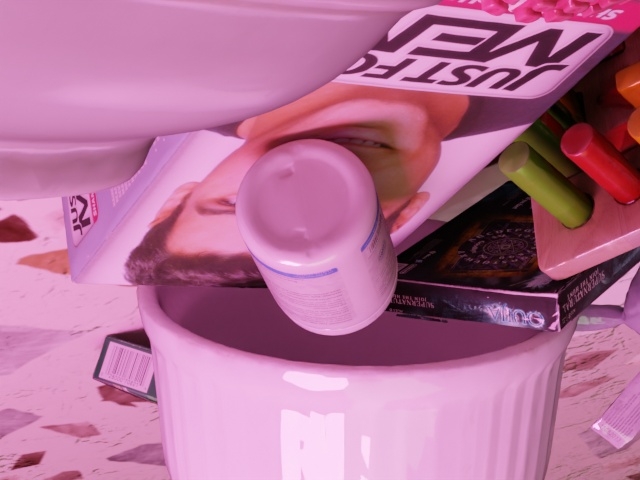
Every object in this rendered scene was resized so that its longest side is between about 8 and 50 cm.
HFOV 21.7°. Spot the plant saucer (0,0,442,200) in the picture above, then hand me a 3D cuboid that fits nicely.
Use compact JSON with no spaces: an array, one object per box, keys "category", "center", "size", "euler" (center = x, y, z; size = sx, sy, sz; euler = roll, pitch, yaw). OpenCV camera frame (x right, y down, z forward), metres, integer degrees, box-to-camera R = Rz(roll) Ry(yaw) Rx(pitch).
[{"category":"plant saucer","center":[-0.158,-0.084,0.560],"size":[0.400,0.101,0.400],"euler":[8,-169,-2]}]

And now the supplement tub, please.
[{"category":"supplement tub","center":[0.000,0.000,0.850],"size":[0.071,0.071,0.107],"euler":[-13,156,3]}]

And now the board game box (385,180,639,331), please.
[{"category":"board game box","center":[0.130,0.006,1.028],"size":[0.126,0.026,0.186],"euler":[6,-157,34]}]

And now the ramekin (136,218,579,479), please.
[{"category":"ramekin","center":[0.024,0.088,1.068],"size":[0.277,0.135,0.277],"euler":[0,-160,0]}]

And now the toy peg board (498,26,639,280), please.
[{"category":"toy peg board","center":[0.166,-0.088,0.915],"size":[0.160,0.161,0.079],"euler":[-26,138,31]}]

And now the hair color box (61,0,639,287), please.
[{"category":"hair color box","center":[0.012,-0.100,0.859],"size":[0.185,0.114,0.374],"euler":[2,154,-28]}]

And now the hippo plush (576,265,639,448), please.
[{"category":"hippo plush","center":[0.347,0.048,1.185],"size":[0.294,0.234,0.236],"euler":[-44,156,21]}]

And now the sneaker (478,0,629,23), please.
[{"category":"sneaker","center":[0.159,-0.171,0.664],"size":[0.299,0.112,0.121],"euler":[-24,177,-30]}]

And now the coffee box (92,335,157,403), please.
[{"category":"coffee box","center":[-0.075,0.125,1.302],"size":[0.184,0.040,0.113],"euler":[14,170,32]}]
